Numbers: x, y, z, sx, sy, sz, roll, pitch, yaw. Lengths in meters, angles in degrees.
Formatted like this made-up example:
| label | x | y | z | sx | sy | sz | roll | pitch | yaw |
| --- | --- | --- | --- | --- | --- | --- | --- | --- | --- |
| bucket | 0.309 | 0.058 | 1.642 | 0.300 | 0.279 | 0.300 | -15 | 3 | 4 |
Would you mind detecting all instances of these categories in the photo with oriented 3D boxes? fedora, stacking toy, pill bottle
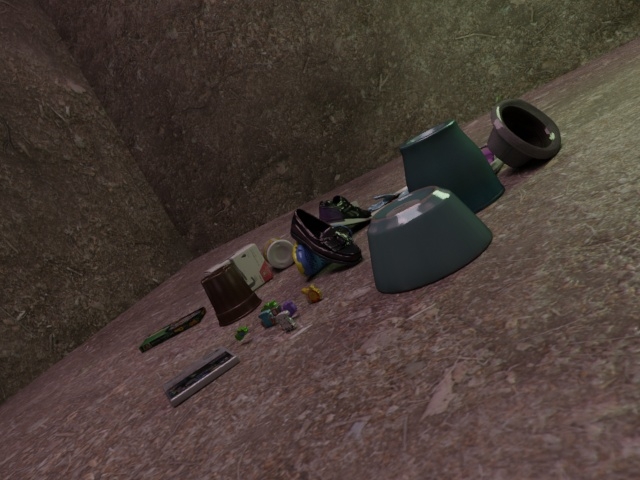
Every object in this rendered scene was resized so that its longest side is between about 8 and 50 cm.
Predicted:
| label | x | y | z | sx | sy | sz | roll | pitch | yaw |
| --- | --- | --- | --- | --- | --- | --- | --- | --- | --- |
| fedora | 0.630 | -0.325 | 1.665 | 0.275 | 0.243 | 0.124 | -52 | -6 | -44 |
| stacking toy | -0.117 | 0.207 | 1.437 | 0.221 | 0.052 | 0.167 | -24 | 9 | 33 |
| pill bottle | -0.178 | 0.048 | 2.163 | 0.119 | 0.119 | 0.208 | -31 | 10 | -10 |

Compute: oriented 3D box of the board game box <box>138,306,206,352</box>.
| label | x | y | z | sx | sy | sz | roll | pitch | yaw |
| --- | --- | --- | --- | --- | --- | --- | --- | --- | --- |
| board game box | -0.575 | 0.346 | 2.036 | 0.259 | 0.030 | 0.136 | -28 | 12 | 6 |

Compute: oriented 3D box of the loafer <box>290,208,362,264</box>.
| label | x | y | z | sx | sy | sz | roll | pitch | yaw |
| --- | --- | --- | --- | --- | --- | --- | --- | --- | --- |
| loafer | 0.009 | -0.015 | 1.671 | 0.109 | 0.095 | 0.302 | -26 | 38 | -36 |

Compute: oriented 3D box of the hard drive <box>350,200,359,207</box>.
| label | x | y | z | sx | sy | sz | roll | pitch | yaw |
| --- | --- | --- | --- | --- | --- | --- | --- | --- | --- |
| hard drive | 0.024 | -0.073 | 2.255 | 0.203 | 0.040 | 0.307 | -30 | -1 | -24 |

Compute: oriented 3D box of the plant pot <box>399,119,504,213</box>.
| label | x | y | z | sx | sy | sz | roll | pitch | yaw |
| --- | --- | --- | --- | --- | --- | --- | --- | --- | --- |
| plant pot | 0.369 | -0.209 | 1.561 | 0.271 | 0.255 | 0.272 | -28 | 10 | 6 |

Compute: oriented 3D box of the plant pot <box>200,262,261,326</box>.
| label | x | y | z | sx | sy | sz | roll | pitch | yaw |
| --- | --- | --- | --- | --- | --- | --- | --- | --- | --- |
| plant pot | -0.312 | 0.177 | 1.764 | 0.166 | 0.165 | 0.167 | -28 | 11 | 6 |

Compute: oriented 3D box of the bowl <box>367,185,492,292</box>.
| label | x | y | z | sx | sy | sz | roll | pitch | yaw |
| --- | --- | --- | --- | --- | --- | --- | --- | --- | --- |
| bowl | 0.238 | -0.022 | 1.265 | 0.311 | 0.163 | 0.311 | -27 | 11 | 6 |

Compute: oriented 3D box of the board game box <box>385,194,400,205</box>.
| label | x | y | z | sx | sy | sz | roll | pitch | yaw |
| --- | --- | --- | --- | --- | --- | --- | --- | --- | --- |
| board game box | 0.353 | -0.168 | 1.995 | 0.146 | 0.045 | 0.193 | -33 | 11 | -20 |

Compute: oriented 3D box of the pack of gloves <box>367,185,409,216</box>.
| label | x | y | z | sx | sy | sz | roll | pitch | yaw |
| --- | --- | --- | --- | --- | --- | --- | --- | --- | --- |
| pack of gloves | 0.278 | -0.173 | 1.965 | 0.232 | 0.046 | 0.195 | -31 | 10 | 1 |

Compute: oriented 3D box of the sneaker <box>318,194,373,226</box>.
| label | x | y | z | sx | sy | sz | roll | pitch | yaw |
| --- | --- | --- | --- | --- | --- | --- | --- | --- | --- |
| sneaker | 0.105 | -0.121 | 2.048 | 0.107 | 0.124 | 0.283 | -8 | 2 | 42 |

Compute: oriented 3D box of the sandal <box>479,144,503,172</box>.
| label | x | y | z | sx | sy | sz | roll | pitch | yaw |
| --- | --- | --- | --- | --- | --- | --- | --- | --- | --- |
| sandal | 0.567 | -0.290 | 1.854 | 0.169 | 0.102 | 0.416 | -23 | 11 | 27 |

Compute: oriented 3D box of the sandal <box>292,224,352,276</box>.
| label | x | y | z | sx | sy | sz | roll | pitch | yaw |
| --- | --- | --- | --- | --- | --- | --- | --- | --- | --- |
| sandal | 0.012 | 0.020 | 1.800 | 0.138 | 0.126 | 0.317 | -18 | 16 | 31 |

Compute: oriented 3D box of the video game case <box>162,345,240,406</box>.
| label | x | y | z | sx | sy | sz | roll | pitch | yaw |
| --- | --- | --- | --- | --- | --- | --- | --- | --- | --- |
| video game case | -0.312 | 0.346 | 1.348 | 0.190 | 0.022 | 0.173 | -32 | 10 | -21 |

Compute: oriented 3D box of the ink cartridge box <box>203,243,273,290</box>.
| label | x | y | z | sx | sy | sz | roll | pitch | yaw |
| --- | --- | --- | --- | --- | --- | --- | --- | --- | --- |
| ink cartridge box | -0.315 | 0.133 | 2.005 | 0.217 | 0.159 | 0.092 | -35 | 12 | -28 |
